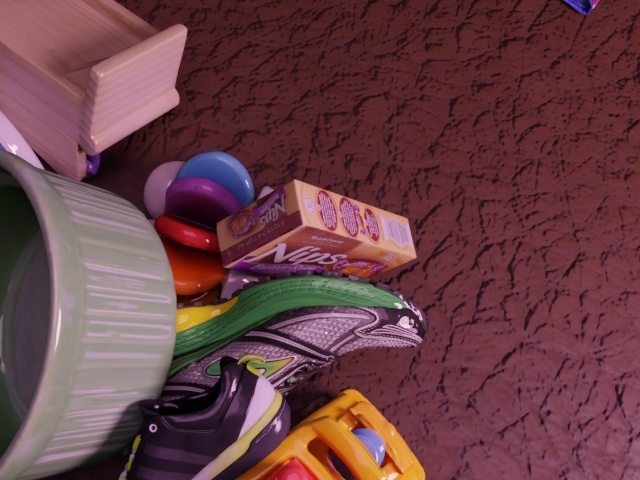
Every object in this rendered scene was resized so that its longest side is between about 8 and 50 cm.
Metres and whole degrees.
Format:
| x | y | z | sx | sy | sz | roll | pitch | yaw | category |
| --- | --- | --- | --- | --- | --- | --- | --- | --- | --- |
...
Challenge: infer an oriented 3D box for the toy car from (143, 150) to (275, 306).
| x | y | z | sx | sy | sz | roll | pitch | yaw | category |
| --- | --- | --- | --- | --- | --- | --- | --- | --- | --- |
| -0.126 | -0.016 | 0.868 | 0.159 | 0.136 | 0.181 | 18 | 68 | 4 | toy car |

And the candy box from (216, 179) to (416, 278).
| x | y | z | sx | sy | sz | roll | pitch | yaw | category |
| --- | --- | --- | --- | --- | --- | --- | --- | --- | --- |
| 0.000 | 0.000 | 0.833 | 0.109 | 0.187 | 0.053 | -26 | 65 | 33 | candy box |

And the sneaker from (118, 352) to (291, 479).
| x | y | z | sx | sy | sz | roll | pitch | yaw | category |
| --- | --- | --- | --- | --- | --- | --- | --- | --- | --- |
| -0.135 | 0.181 | 0.705 | 0.235 | 0.084 | 0.097 | -37 | 101 | -2 | sneaker |

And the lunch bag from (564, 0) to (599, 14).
| x | y | z | sx | sy | sz | roll | pitch | yaw | category |
| --- | --- | --- | --- | --- | --- | --- | --- | --- | --- |
| 0.305 | -0.481 | 1.106 | 0.293 | 0.138 | 0.221 | 35 | 72 | 20 | lunch bag |

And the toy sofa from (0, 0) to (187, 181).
| x | y | z | sx | sy | sz | roll | pitch | yaw | category |
| --- | --- | --- | --- | --- | --- | --- | --- | --- | --- |
| -0.347 | -0.245 | 0.958 | 0.363 | 0.177 | 0.150 | 35 | 45 | 10 | toy sofa |

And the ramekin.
| x | y | z | sx | sy | sz | roll | pitch | yaw | category |
| --- | --- | --- | --- | --- | --- | --- | --- | --- | --- |
| -0.273 | 0.075 | 0.744 | 0.304 | 0.148 | 0.303 | -6 | 79 | 36 | ramekin |

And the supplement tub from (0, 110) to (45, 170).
| x | y | z | sx | sy | sz | roll | pitch | yaw | category |
| --- | --- | --- | --- | --- | --- | --- | --- | --- | --- |
| -0.411 | -0.058 | 0.861 | 0.200 | 0.144 | 0.144 | -41 | 76 | -17 | supplement tub |

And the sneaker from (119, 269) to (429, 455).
| x | y | z | sx | sy | sz | roll | pitch | yaw | category |
| --- | --- | --- | --- | --- | --- | --- | --- | --- | --- |
| -0.059 | 0.127 | 0.802 | 0.344 | 0.134 | 0.146 | -16 | 67 | 11 | sneaker |

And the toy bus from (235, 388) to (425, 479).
| x | y | z | sx | sy | sz | roll | pitch | yaw | category |
| --- | --- | --- | --- | --- | --- | --- | --- | --- | --- |
| -0.006 | 0.227 | 0.740 | 0.220 | 0.211 | 0.149 | -36 | 73 | -18 | toy bus |
